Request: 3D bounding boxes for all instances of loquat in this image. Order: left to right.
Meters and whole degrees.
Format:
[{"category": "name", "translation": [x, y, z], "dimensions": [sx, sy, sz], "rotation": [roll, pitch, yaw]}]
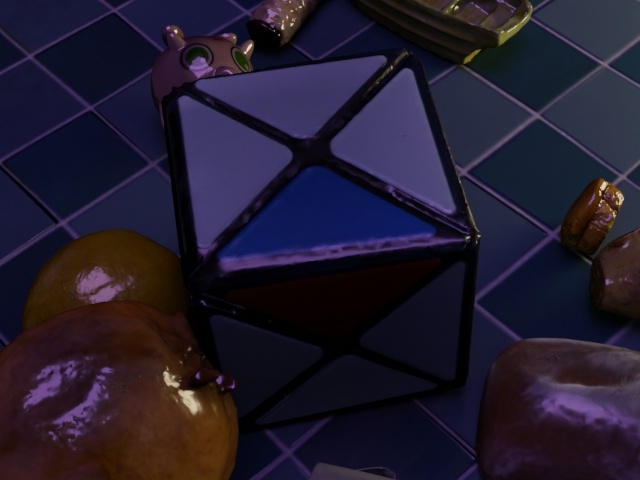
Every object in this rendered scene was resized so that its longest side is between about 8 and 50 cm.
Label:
[{"category": "loquat", "translation": [-0.180, 0.162, 0.880], "dimensions": [0.238, 0.238, 0.193], "rotation": [-23, 38, -16]}]

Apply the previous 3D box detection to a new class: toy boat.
[{"category": "toy boat", "translation": [0.126, -0.309, 1.377], "dimensions": [0.276, 0.084, 0.111], "rotation": [35, 58, 20]}]

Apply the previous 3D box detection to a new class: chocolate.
[{"category": "chocolate", "translation": [0.274, 0.156, 1.005], "dimensions": [0.253, 0.080, 0.157], "rotation": [9, 53, 8]}]

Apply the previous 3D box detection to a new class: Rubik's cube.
[{"category": "Rubik's cube", "translation": [-0.001, 0.000, 1.030], "dimensions": [0.250, 0.248, 0.246], "rotation": [-9, 53, -5]}]

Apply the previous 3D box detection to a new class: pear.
[{"category": "pear", "translation": [-0.201, 0.067, 1.047], "dimensions": [0.162, 0.149, 0.149], "rotation": [-40, 61, -21]}]

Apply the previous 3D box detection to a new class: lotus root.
[{"category": "lotus root", "translation": [0.390, 0.015, 1.107], "dimensions": [0.258, 0.097, 0.110], "rotation": [-15, 49, 0]}]

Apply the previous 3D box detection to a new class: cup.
[{"category": "cup", "translation": [0.035, 0.220, 0.977], "dimensions": [0.083, 0.054, 0.075], "rotation": [13, 54, 14]}]

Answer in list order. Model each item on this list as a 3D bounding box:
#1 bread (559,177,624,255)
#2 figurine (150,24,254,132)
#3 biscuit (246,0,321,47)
[{"category": "bread", "translation": [0.280, -0.024, 1.151], "dimensions": [0.046, 0.083, 0.081], "rotation": [29, 100, 9]}, {"category": "figurine", "translation": [-0.129, -0.175, 1.249], "dimensions": [0.125, 0.125, 0.138], "rotation": [-10, 65, -6]}, {"category": "biscuit", "translation": [-0.018, -0.318, 1.401], "dimensions": [0.061, 0.055, 0.219], "rotation": [25, 57, 14]}]
